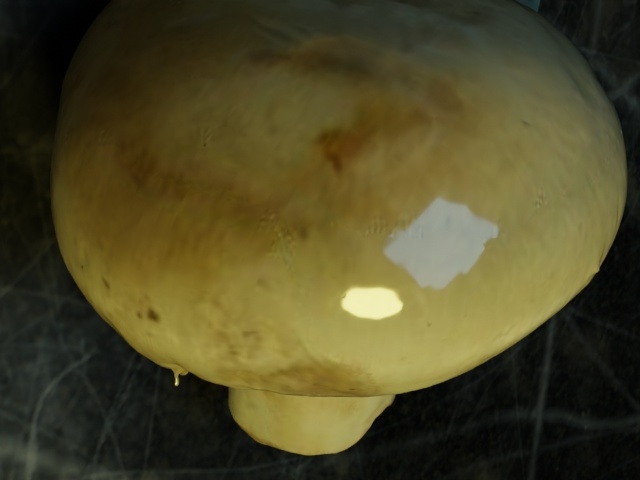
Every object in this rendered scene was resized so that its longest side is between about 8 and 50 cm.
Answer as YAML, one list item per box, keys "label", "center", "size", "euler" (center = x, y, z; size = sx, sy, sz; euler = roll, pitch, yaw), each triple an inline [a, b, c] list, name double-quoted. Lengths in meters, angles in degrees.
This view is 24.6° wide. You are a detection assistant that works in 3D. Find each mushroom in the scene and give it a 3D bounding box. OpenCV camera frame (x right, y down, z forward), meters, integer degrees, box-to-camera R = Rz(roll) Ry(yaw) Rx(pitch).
- label: "mushroom"
  center: [0.000, 0.000, 0.752]
  size: [0.292, 0.292, 0.290]
  euler: [-27, 138, -36]

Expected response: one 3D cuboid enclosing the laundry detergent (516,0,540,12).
- label: "laundry detergent"
  center: [0.121, -0.209, 0.948]
  size: [0.096, 0.061, 0.206]
  euler: [16, 89, -51]
